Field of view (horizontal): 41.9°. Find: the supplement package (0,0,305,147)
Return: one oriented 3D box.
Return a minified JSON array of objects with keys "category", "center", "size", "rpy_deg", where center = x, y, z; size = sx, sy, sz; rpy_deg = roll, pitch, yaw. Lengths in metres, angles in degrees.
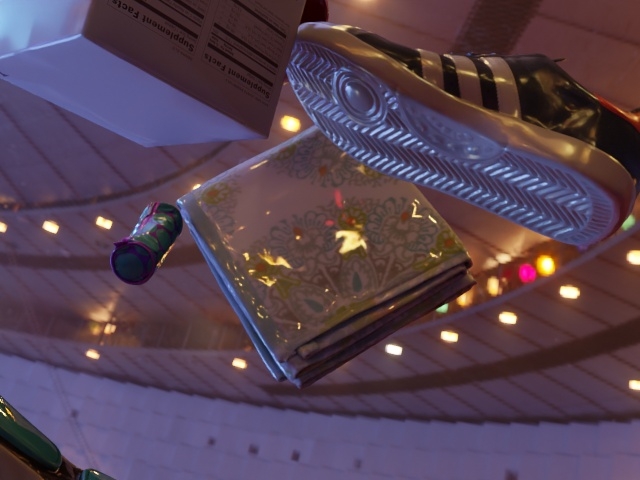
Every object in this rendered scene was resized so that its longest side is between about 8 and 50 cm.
[{"category":"supplement package","center":[-0.145,-0.245,0.761],"size":[0.199,0.263,0.198],"rpy_deg":[3,-16,45]}]

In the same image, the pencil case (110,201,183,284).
[{"category":"pencil case","center":[-0.240,0.000,1.162],"size":[0.064,0.152,0.070],"rpy_deg":[-16,-68,12]}]

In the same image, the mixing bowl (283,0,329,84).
[{"category":"mixing bowl","center":[-0.065,-0.305,1.270],"size":[0.181,0.182,0.098],"rpy_deg":[5,-22,16]}]

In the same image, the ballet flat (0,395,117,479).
[{"category":"ballet flat","center":[-0.163,0.159,0.490],"size":[0.248,0.086,0.086],"rpy_deg":[39,-34,-7]}]

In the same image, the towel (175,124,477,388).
[{"category":"towel","center":[0.000,0.000,1.228],"size":[0.320,0.374,0.090],"rpy_deg":[-28,-32,-13]}]

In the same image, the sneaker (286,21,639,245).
[{"category":"sneaker","center":[0.136,-0.128,0.774],"size":[0.350,0.148,0.131],"rpy_deg":[30,-31,17]}]
